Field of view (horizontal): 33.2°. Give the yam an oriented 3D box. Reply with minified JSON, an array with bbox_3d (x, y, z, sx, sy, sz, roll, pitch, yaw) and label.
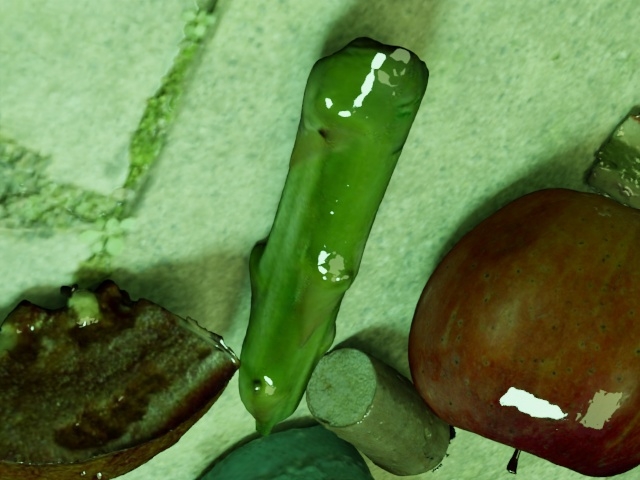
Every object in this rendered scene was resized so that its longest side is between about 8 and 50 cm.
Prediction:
[{"bbox_3d":[0.051,0.150,0.924,0.084,0.084,0.127,-42,136,9],"label":"yam"}]

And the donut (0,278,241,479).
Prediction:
[{"bbox_3d":[-0.169,0.116,0.736,0.186,0.144,0.126,-43,164,-27],"label":"donut"}]

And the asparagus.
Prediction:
[{"bbox_3d":[-0.002,0.000,0.763,0.082,0.085,0.343,-1,129,-25],"label":"asparagus"}]

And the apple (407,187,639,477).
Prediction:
[{"bbox_3d":[0.193,0.080,0.859,0.234,0.234,0.234,-16,134,-17],"label":"apple"}]

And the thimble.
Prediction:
[{"bbox_3d":[-0.030,0.291,0.957,0.198,0.143,0.235,4,127,-32],"label":"thimble"}]

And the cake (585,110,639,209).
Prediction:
[{"bbox_3d":[0.344,-0.031,0.909,0.220,0.116,0.086,7,130,-35],"label":"cake"}]
